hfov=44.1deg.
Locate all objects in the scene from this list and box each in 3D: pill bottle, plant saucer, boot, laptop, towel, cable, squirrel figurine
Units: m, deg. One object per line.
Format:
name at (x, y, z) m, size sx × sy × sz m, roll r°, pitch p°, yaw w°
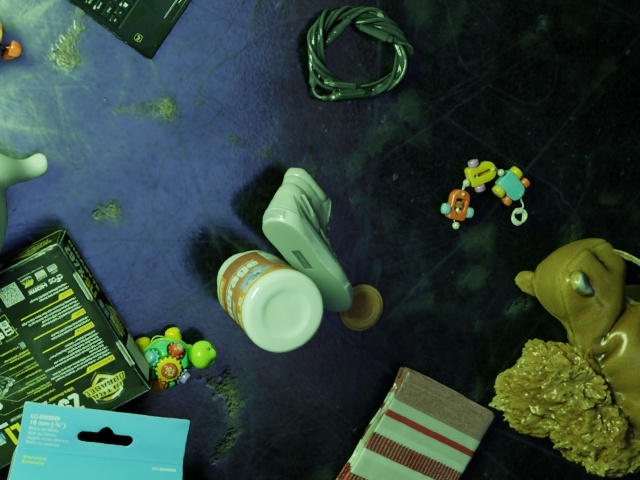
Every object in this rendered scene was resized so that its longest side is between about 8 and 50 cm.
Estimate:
pill bottle at (-0.087, 0.083, 1.196) m, size 0.121 × 0.216 × 0.121 m, roll -4°, pitch 101°, yaw -21°
plant saucer at (0.071, 0.117, 1.376) m, size 0.083 × 0.013 × 0.084 m, roll -4°, pitch 101°, yaw -21°
boot at (0.000, 0.000, 1.283) m, size 0.258 × 0.095 × 0.123 m, roll 60°, pitch 41°, yaw -43°
laptop at (-0.265, -0.420, 1.069) m, size 0.264 × 0.136 × 0.234 m, roll 35°, pitch 87°, yaw -24°
towel at (0.160, 0.416, 1.461) m, size 0.237 × 0.037 × 0.329 m, roll 31°, pitch 90°, yaw -26°
cable at (0.064, -0.303, 1.278) m, size 0.184 × 0.047 × 0.151 m, roll -10°, pitch 99°, yaw -17°
squirrel figurine at (0.498, 0.204, 1.431) m, size 0.397 × 0.281 × 0.370 m, roll -45°, pitch 106°, yaw -11°

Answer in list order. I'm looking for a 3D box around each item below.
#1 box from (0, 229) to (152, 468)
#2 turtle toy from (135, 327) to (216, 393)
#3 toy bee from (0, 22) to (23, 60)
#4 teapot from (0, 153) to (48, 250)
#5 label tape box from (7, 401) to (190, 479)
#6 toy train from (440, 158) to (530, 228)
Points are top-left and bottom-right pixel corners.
box at (-0.443, 0.171, 1.120) m, size 0.322 × 0.079 × 0.257 m, roll -28°, pitch 111°, yaw -3°
turtle toy at (-0.228, 0.190, 1.242) m, size 0.130 × 0.066 × 0.095 m, roll -17°, pitch 106°, yaw -18°
toy bee at (-0.463, -0.254, 0.983) m, size 0.162 × 0.195 × 0.298 m, roll 38°, pitch 92°, yaw -31°
teapot at (-0.518, -0.016, 1.032) m, size 0.255 × 0.187 × 0.253 m, roll 4°, pitch 79°, yaw 4°
label tape box at (-0.322, 0.412, 1.093) m, size 0.240 × 0.106 × 0.334 m, roll 10°, pitch 95°, yaw -15°
toy train at (0.291, -0.081, 1.409) m, size 0.166 × 0.046 × 0.125 m, roll 4°, pitch 100°, yaw -19°
